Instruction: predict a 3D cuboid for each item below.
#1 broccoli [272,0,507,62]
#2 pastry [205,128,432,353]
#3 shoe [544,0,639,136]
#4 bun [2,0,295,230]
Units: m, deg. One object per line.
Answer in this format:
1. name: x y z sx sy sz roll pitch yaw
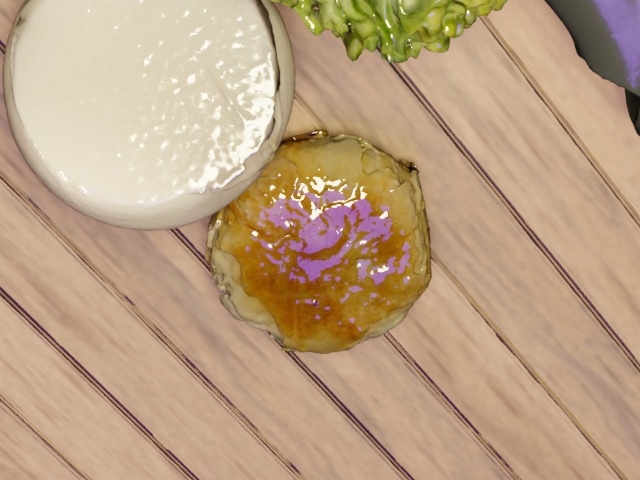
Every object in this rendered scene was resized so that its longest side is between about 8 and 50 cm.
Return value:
1. broccoli: 0.061 -0.196 0.832 0.180 0.273 0.242 19 117 -9
2. pastry: 0.001 0.001 1.069 0.153 0.081 0.153 2 122 3
3. shoe: 0.154 -0.177 0.952 0.093 0.108 0.241 -6 115 4
4. bun: -0.100 -0.092 0.984 0.172 0.120 0.173 0 90 1
